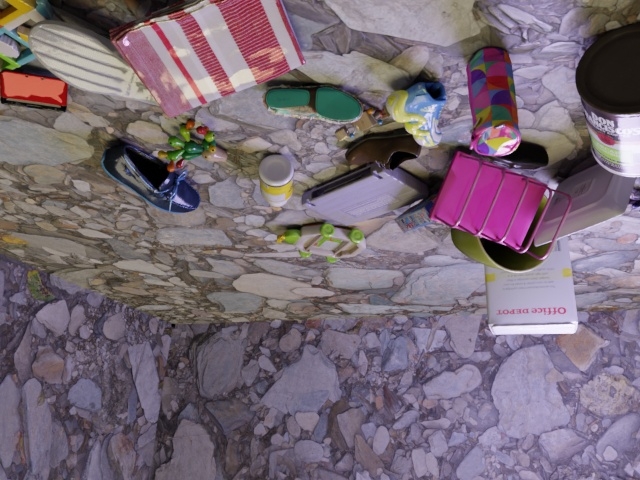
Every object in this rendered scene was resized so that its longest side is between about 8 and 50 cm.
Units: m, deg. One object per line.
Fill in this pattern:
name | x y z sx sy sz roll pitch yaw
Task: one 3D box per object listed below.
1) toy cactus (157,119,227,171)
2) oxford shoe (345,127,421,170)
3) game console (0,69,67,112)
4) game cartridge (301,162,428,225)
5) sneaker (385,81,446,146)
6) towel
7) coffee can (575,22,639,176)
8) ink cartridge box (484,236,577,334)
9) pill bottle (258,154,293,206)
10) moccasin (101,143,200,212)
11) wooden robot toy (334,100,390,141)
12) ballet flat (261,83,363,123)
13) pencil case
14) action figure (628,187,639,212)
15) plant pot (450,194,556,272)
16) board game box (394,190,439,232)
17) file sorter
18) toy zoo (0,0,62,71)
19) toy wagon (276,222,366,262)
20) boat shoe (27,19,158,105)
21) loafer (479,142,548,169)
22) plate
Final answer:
toy cactus | -0.339 -0.250 1.552 0.219 0.112 0.180 -27 154 38
oxford shoe | 0.164 -0.234 1.501 0.227 0.096 0.083 -10 157 34
game console | -0.699 -0.368 1.361 0.144 0.085 0.124 4 -163 -25
game cartridge | 0.139 -0.146 1.778 0.230 0.068 0.355 18 154 -41
sneaker | 0.262 -0.301 1.323 0.126 0.091 0.240 -25 157 31
towel | -0.214 -0.379 1.115 0.329 0.037 0.237 -18 148 8
coffee can | 0.660 -0.281 1.159 0.201 0.201 0.275 -9 155 29
ink cartridge box | 0.719 0.126 1.926 0.279 0.384 0.160 -5 157 21
pill bottle | -0.133 -0.174 1.683 0.103 0.103 0.184 4 159 -2
moccasin | -0.494 -0.177 1.690 0.117 0.137 0.342 -18 151 34
wooden robot toy | 0.100 -0.315 1.378 0.173 0.076 0.079 -18 115 42
ballet flat | -0.019 -0.330 1.331 0.241 0.091 0.077 9 -172 -3
pencil case | 0.354 -0.286 1.147 0.104 0.236 0.104 4 150 3
action figure | 0.894 -0.130 1.646 0.285 0.099 0.185 7 159 -7
plant pot | 0.548 -0.030 1.779 0.275 0.274 0.293 9 173 -13
board game box | 0.333 -0.099 1.751 0.060 0.194 0.194 54 146 -5
file sorter | 0.484 -0.090 1.493 0.291 0.202 0.182 18 -168 -12
toy zoo | -0.665 -0.453 1.158 0.293 0.030 0.192 -10 155 30
toy wagon | 0.000 0.000 2.152 0.344 0.068 0.267 12 157 -18
boat shoe | -0.440 -0.379 1.187 0.335 0.119 0.121 17 125 -34
loafer | 0.506 -0.223 1.491 0.220 0.080 0.078 11 157 -19
plate | 0.722 -0.125 1.519 0.045 0.277 0.278 43 147 -10
